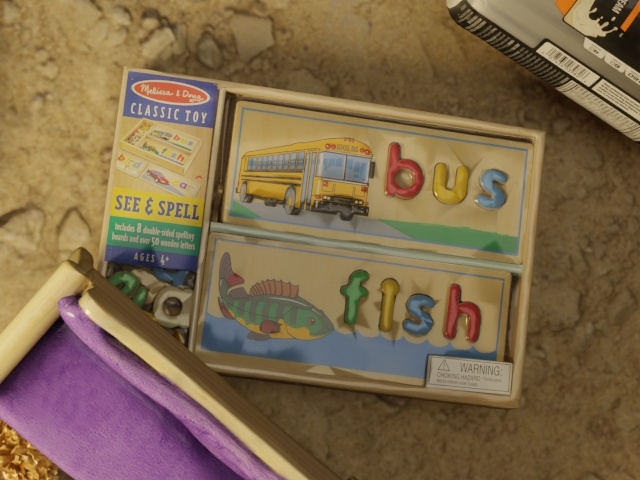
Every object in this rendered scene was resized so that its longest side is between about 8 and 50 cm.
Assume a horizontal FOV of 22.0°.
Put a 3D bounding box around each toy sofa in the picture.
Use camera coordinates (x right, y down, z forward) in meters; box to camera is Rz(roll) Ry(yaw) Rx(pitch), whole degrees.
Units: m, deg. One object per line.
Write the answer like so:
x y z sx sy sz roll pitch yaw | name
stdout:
-0.124 0.183 1.398 0.362 0.177 0.150 41 94 -13 | toy sofa

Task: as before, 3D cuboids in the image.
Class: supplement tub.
0.297 -0.217 1.601 0.316 0.193 0.193 32 75 -10 | supplement tub

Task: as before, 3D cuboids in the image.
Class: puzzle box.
0.000 0.000 1.535 0.409 0.052 0.272 7 81 -8 | puzzle box

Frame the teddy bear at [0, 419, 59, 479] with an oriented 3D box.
-0.372 0.253 1.388 0.338 0.113 0.245 7 78 -15 | teddy bear
